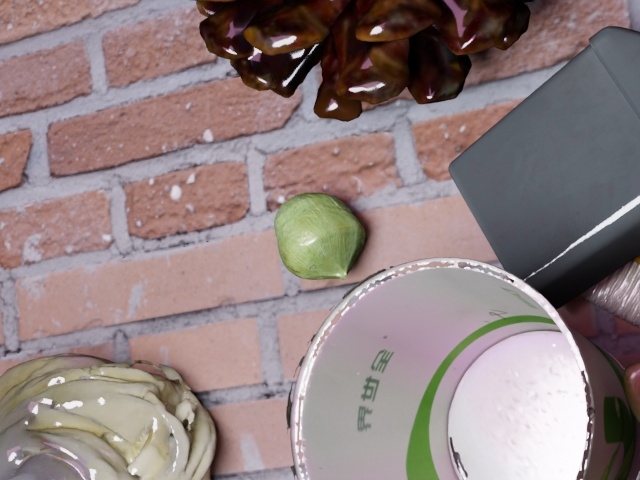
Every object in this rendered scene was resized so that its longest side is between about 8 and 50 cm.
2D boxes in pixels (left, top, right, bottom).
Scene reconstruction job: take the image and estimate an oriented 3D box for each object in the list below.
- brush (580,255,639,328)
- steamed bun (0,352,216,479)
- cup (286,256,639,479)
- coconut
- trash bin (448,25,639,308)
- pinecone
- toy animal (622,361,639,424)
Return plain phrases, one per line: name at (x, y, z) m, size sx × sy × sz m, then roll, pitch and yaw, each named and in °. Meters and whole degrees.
brush at (0.324, -0.053, 1.294) m, size 0.103 × 0.013 × 0.272 m, roll 29°, pitch 95°, yaw 27°
steamed bun at (-0.248, 0.251, 1.430) m, size 0.268 × 0.207 × 0.280 m, roll 4°, pitch 86°, yaw 27°
cup at (0.141, 0.156, 1.211) m, size 0.253 × 0.274 × 0.253 m, roll -5°, pitch 79°, yaw 26°
coconut at (0.000, 0.000, 1.408) m, size 0.088 × 0.088 × 0.096 m, roll -40°, pitch 61°, yaw 16°
trash bin at (0.247, -0.070, 1.276) m, size 0.236 × 0.101 × 0.177 m, roll -39°, pitch 61°, yaw 20°
pinecone at (0.035, -0.289, 1.295) m, size 0.397 × 0.397 × 0.398 m, roll -4°, pitch 81°, yaw 26°
toy animal at (0.339, 0.224, 1.151) m, size 0.180 × 0.181 × 0.363 m, roll -2°, pitch 84°, yaw 36°
